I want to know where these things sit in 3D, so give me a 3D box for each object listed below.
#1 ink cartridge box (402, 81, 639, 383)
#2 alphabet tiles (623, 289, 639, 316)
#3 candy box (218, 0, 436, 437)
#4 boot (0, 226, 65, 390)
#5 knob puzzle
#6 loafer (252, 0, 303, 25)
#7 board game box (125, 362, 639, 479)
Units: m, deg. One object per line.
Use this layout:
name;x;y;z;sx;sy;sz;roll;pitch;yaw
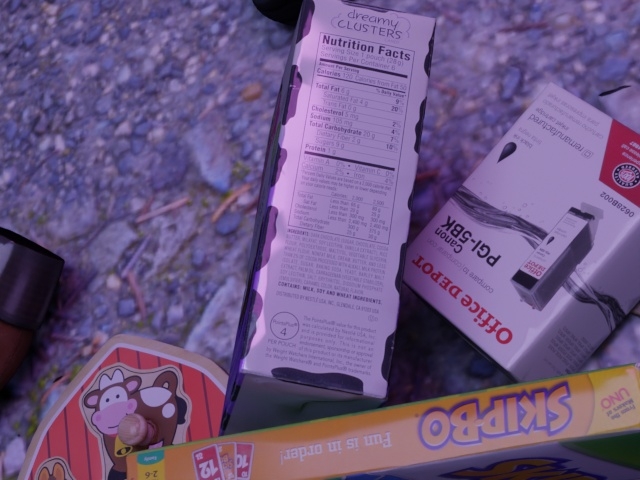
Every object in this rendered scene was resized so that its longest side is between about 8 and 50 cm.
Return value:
ink cartridge box;0.119;0.000;0.609;0.135;0.056;0.099;-50;51;1
alphabet tiles;0.292;-0.014;0.560;0.237;0.009;0.198;22;79;34
candy box;0.000;0.000;0.608;0.070;0.165;0.196;10;69;-5
boot;-0.322;0.095;0.806;0.264;0.096;0.280;25;88;26
knob puzzle;-0.114;0.142;0.689;0.213;0.030;0.213;-11;63;23
loafer;0.042;-0.224;0.745;0.223;0.076;0.078;-29;65;18
board game box;0.052;0.103;0.551;0.260;0.124;0.039;-15;66;16
